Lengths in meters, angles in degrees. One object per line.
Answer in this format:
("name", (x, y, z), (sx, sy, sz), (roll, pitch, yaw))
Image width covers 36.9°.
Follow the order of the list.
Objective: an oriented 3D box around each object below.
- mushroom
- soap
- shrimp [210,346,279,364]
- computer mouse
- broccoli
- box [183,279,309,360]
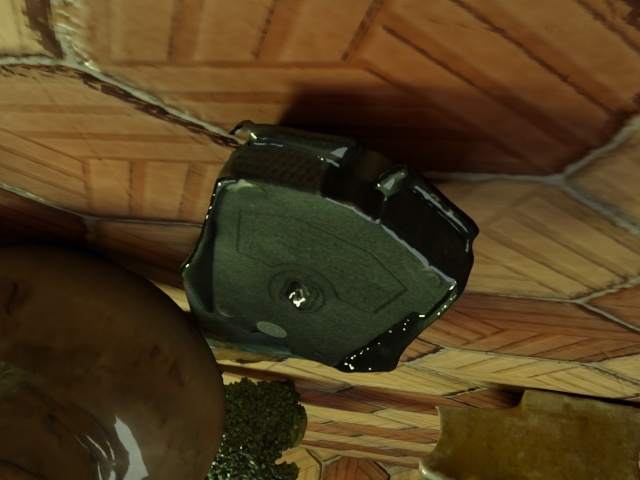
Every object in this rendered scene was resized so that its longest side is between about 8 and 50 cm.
("mushroom", (-0.229, 0.159, 0.731), (0.298, 0.297, 0.290), (10, -151, 2))
("soap", (0.260, 0.267, 1.141), (0.259, 0.142, 0.281), (2, 164, 12))
("shrimp", (-0.174, 0.119, 1.034), (0.296, 0.058, 0.169), (-4, 165, 18))
("computer mouse", (0.003, -0.001, 0.483), (0.126, 0.071, 0.231), (25, 154, -1))
("broccoli", (-0.092, 0.300, 1.426), (0.252, 0.221, 0.361), (8, 177, 35))
("box", (-0.034, 0.061, 0.783), (0.142, 0.044, 0.285), (7, 165, -3))
